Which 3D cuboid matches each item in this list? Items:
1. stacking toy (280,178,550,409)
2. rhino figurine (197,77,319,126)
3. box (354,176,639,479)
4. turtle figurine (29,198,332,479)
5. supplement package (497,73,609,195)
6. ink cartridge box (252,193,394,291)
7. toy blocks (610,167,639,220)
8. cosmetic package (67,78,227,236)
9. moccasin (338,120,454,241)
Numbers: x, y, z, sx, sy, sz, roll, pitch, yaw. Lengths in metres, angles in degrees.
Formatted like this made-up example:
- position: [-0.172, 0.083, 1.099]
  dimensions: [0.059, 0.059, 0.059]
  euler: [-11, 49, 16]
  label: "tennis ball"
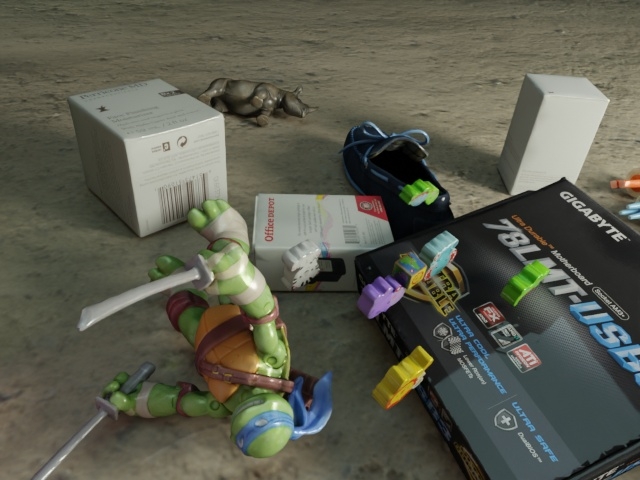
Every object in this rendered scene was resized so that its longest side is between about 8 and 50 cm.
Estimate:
- position: [0.090, 0.036, 0.496]
  dimensions: [0.221, 0.052, 0.167]
  euler: [-30, 58, -25]
  label: "stacking toy"
- position: [-0.123, -0.289, 1.036]
  dimensions: [0.243, 0.073, 0.106]
  euler: [4, 40, -3]
  label: "rhino figurine"
- position: [0.225, 0.081, 0.513]
  dimensions: [0.293, 0.073, 0.296]
  euler: [-21, 47, -9]
  label: "box"
- position: [-0.134, 0.067, 0.459]
  dimensions: [0.274, 0.198, 0.266]
  euler: [-3, 32, -18]
  label: "turtle figurine"
- position: [0.382, -0.174, 0.844]
  dimensions: [0.105, 0.180, 0.105]
  euler: [5, 37, 1]
  label: "supplement package"
- position: [0.000, 0.000, 0.663]
  dimensions: [0.174, 0.073, 0.128]
  euler: [1, 37, -5]
  label: "ink cartridge box"
- position: [0.541, -0.076, 0.835]
  dimensions: [0.147, 0.054, 0.123]
  euler: [-8, 39, -16]
  label: "toy blocks"
- position: [-0.252, -0.130, 0.744]
  dimensions: [0.151, 0.152, 0.183]
  euler: [-27, 47, -36]
  label: "cosmetic package"
- position: [0.131, -0.113, 0.790]
  dimensions: [0.137, 0.117, 0.342]
  euler: [-9, 39, -17]
  label: "moccasin"
